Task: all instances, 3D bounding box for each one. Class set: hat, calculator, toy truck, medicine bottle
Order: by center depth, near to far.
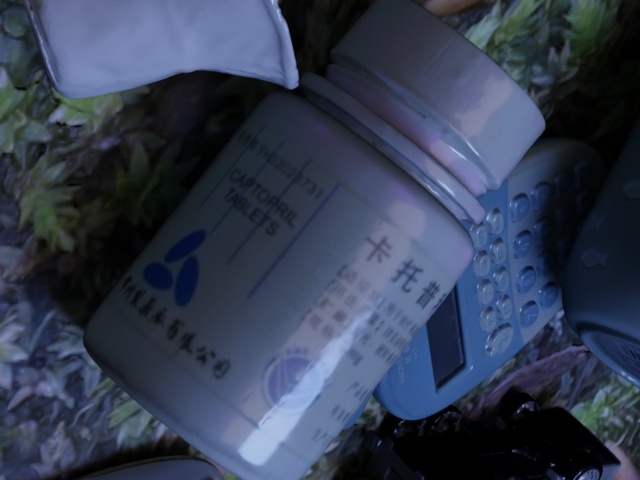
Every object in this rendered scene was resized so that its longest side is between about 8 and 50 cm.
[{"bbox_3d":[-0.100,-0.148,0.953,0.126,0.203,0.203,-20,133,-7],"label":"hat"},{"bbox_3d":[0.000,0.000,1.138,0.293,0.170,0.170,-52,140,-3],"label":"medicine bottle"},{"bbox_3d":[0.109,0.033,1.363,0.302,0.042,0.188,-32,136,-24],"label":"calculator"},{"bbox_3d":[0.122,0.203,1.451,0.242,0.101,0.125,-2,123,-40],"label":"toy truck"}]

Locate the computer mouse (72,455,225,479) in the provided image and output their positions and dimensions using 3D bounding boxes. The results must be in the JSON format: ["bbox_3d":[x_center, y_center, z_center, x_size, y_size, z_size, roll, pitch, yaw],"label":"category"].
[{"bbox_3d":[-0.151,0.206,1.233,0.199,0.045,0.102,-18,129,-35],"label":"computer mouse"}]

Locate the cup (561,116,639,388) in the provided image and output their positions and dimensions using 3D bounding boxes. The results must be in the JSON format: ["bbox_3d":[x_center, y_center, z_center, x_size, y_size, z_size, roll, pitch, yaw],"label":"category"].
[{"bbox_3d":[0.332,0.005,1.402,0.274,0.259,0.357,-58,177,-9],"label":"cup"}]
